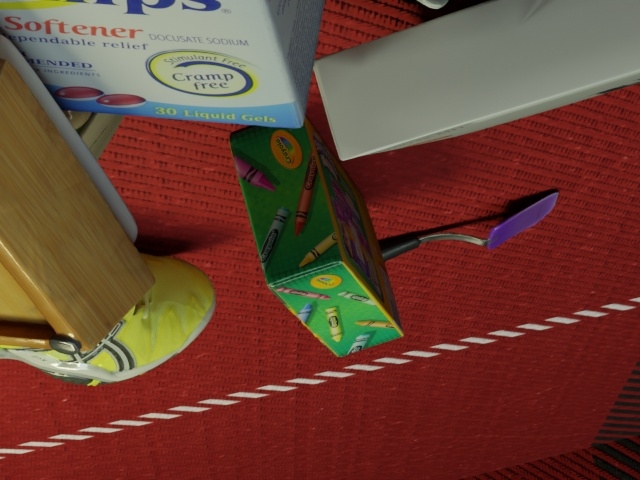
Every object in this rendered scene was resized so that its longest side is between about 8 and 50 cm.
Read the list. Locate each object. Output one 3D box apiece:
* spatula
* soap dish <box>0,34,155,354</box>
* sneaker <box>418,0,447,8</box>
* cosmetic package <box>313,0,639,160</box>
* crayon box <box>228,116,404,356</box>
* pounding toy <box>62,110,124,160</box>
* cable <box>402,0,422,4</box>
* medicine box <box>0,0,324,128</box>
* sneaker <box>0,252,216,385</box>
[{"bbox_3d":[0.138,0.002,2.189,0.296,0.030,0.084,-14,161,-4],"label":"spatula"},{"bbox_3d":[-0.270,-0.028,1.307,0.229,0.118,0.291,4,151,19],"label":"soap dish"},{"bbox_3d":[0.182,-0.265,1.424,0.297,0.129,0.111,-21,157,12],"label":"sneaker"},{"bbox_3d":[0.220,-0.168,1.554,0.377,0.097,0.284,-16,179,24],"label":"cosmetic package"},{"bbox_3d":[0.000,0.000,1.905,0.081,0.165,0.278,-19,158,9],"label":"crayon box"},{"bbox_3d":[-0.237,-0.105,1.543,0.183,0.110,0.237,-58,-179,19],"label":"pounding toy"},{"bbox_3d":[0.202,-0.249,1.546,0.287,0.072,0.139,-18,164,3],"label":"cable"},{"bbox_3d":[-0.144,-0.202,1.214,0.263,0.149,0.289,5,161,9],"label":"medicine box"},{"bbox_3d":[-0.261,0.059,1.905,0.384,0.145,0.147,0,154,-38],"label":"sneaker"}]
